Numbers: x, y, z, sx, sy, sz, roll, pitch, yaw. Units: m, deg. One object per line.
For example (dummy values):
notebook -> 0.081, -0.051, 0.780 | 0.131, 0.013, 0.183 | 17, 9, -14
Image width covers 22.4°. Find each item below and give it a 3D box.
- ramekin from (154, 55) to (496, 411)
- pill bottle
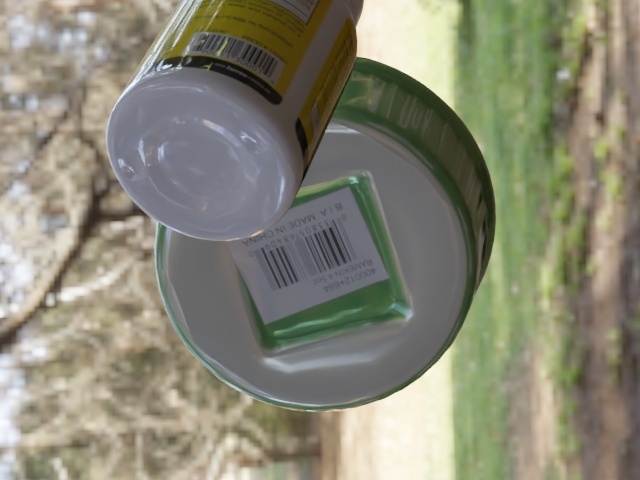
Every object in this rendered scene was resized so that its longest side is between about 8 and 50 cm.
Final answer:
ramekin -> 0.000, 0.000, 1.397 | 0.148, 0.303, 0.303 | -72, -19, -72
pill bottle -> -0.044, -0.106, 1.003 | 0.208, 0.119, 0.119 | -67, -19, -48
